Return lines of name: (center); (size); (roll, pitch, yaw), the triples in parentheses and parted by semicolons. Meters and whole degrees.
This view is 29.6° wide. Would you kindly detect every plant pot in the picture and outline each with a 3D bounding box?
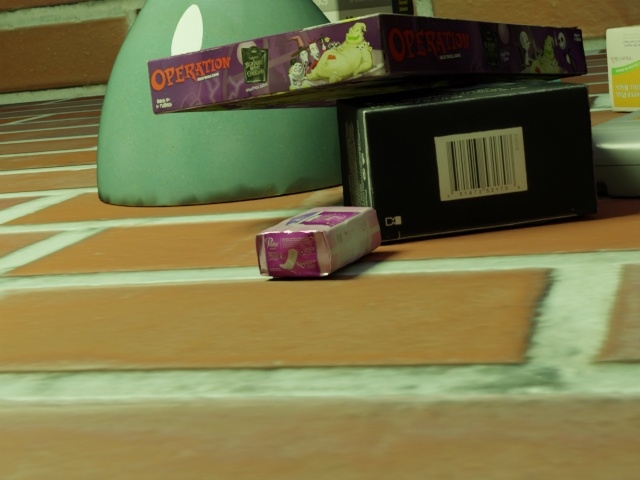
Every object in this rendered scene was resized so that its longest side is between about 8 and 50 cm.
plant pot: (-0.086, -0.155, 1.194); (0.290, 0.195, 0.290); (-6, 10, 1)

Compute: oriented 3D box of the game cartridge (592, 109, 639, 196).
game cartridge: (0.346, -0.084, 0.960); (0.198, 0.062, 0.297); (-4, 10, 34)

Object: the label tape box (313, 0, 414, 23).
label tape box: (0.030, -0.314, 1.598); (0.106, 0.333, 0.241); (0, 12, 28)

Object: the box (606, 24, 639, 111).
box: (0.462, -0.218, 1.468); (0.203, 0.103, 0.114); (-11, 11, -26)

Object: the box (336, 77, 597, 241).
box: (0.098, -0.063, 0.874); (0.156, 0.093, 0.158); (-7, 9, -5)

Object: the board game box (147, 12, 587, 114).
board game box: (0.053, -0.139, 0.977); (0.208, 0.056, 0.347); (-10, 1, 34)

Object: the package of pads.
package of pads: (0.000, 0.000, 0.753); (0.050, 0.032, 0.083); (-3, 11, 26)

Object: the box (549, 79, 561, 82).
box: (0.160, -0.119, 1.224); (0.100, 0.060, 0.244); (0, 12, 30)
